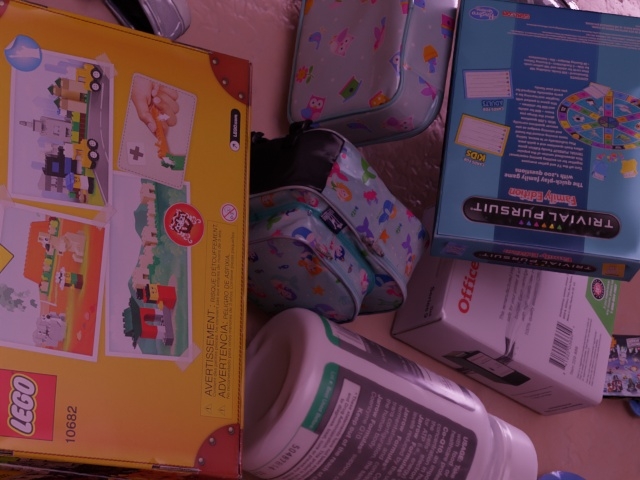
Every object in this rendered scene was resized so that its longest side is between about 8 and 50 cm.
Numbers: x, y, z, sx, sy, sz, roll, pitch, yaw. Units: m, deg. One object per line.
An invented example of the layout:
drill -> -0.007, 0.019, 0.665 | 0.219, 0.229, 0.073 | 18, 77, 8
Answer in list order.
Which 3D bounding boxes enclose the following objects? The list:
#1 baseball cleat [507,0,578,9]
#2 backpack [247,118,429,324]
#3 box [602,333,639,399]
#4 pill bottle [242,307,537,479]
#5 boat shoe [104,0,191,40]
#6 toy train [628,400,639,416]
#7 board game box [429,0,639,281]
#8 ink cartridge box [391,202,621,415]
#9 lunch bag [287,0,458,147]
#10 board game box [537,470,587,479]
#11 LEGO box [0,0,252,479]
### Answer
baseball cleat -> 0.334, -0.367, 2.073 | 0.206, 0.072, 0.109 | 41, 43, -22
backpack -> 0.000, 0.000, 1.631 | 0.253, 0.225, 0.191 | 38, 58, -33
box -> 0.436, 0.185, 1.940 | 0.137, 0.027, 0.094 | 1, 71, 2
pill bottle -> 0.075, 0.242, 1.616 | 0.361, 0.204, 0.204 | 28, 62, -23
boat shoe -> -0.256, -0.334, 1.651 | 0.227, 0.079, 0.081 | 50, 51, -15
toy train -> 0.540, 0.248, 2.006 | 0.184, 0.080, 0.105 | 43, 47, -12
board game box -> 0.282, -0.131, 1.674 | 0.253, 0.079, 0.336 | 8, 71, 3
ink cartridge box -> 0.262, 0.087, 1.839 | 0.289, 0.121, 0.211 | 29, 61, -23
lunch bag -> 0.065, -0.262, 1.759 | 0.108, 0.224, 0.279 | 29, 61, -41
board game box -> 0.336, 0.407, 1.847 | 0.133, 0.033, 0.169 | 20, 60, -22
LEGO box -> -0.283, 0.014, 1.454 | 0.372, 0.193, 0.500 | 12, 69, -31
